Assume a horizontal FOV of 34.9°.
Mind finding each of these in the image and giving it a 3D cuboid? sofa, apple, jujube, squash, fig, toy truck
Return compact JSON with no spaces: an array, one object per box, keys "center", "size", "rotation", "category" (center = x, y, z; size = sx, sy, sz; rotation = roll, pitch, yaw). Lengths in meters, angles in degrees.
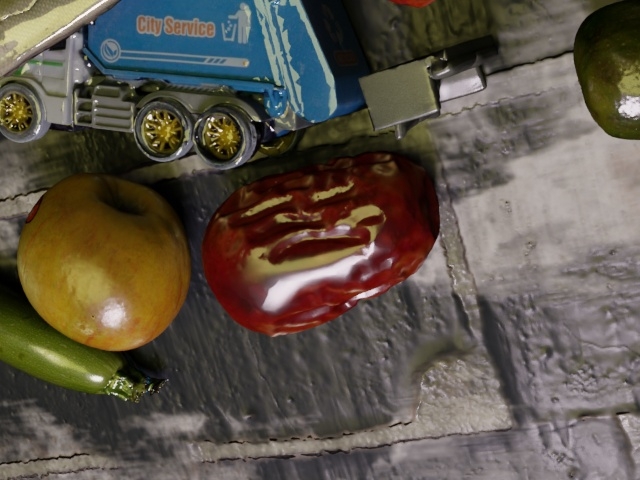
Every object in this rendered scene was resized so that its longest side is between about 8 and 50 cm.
[{"center":[0.101,-0.131,0.872],"size":[0.085,0.147,0.060],"rotation":[-15,98,27],"category":"sofa"},{"center":[-0.219,0.017,1.045],"size":[0.182,0.182,0.155],"rotation":[28,108,12],"category":"apple"},{"center":[0.000,0.000,0.960],"size":[0.230,0.155,0.155],"rotation":[-17,100,22],"category":"jujube"},{"center":[-0.331,0.110,1.173],"size":[0.331,0.087,0.087],"rotation":[24,115,12],"category":"squash"},{"center":[0.296,-0.142,0.823],"size":[0.177,0.117,0.117],"rotation":[-8,106,2],"category":"fig"},{"center":[-0.138,-0.165,0.966],"size":[0.367,0.146,0.175],"rotation":[7,103,17],"category":"toy truck"}]

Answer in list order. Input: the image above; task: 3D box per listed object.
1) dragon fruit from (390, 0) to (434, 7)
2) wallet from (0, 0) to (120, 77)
[{"center":[0.011,-0.337,0.771],"size":[0.277,0.277,0.342],"rotation":[-25,122,28],"category":"dragon fruit"},{"center":[-0.242,-0.280,0.904],"size":[0.335,0.068,0.275],"rotation":[-29,57,10],"category":"wallet"}]
